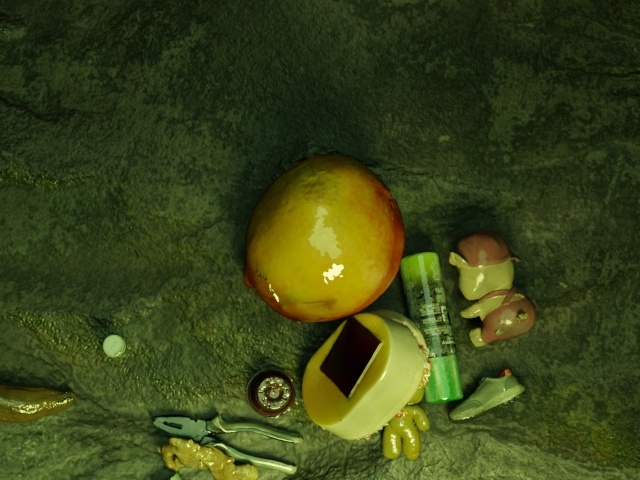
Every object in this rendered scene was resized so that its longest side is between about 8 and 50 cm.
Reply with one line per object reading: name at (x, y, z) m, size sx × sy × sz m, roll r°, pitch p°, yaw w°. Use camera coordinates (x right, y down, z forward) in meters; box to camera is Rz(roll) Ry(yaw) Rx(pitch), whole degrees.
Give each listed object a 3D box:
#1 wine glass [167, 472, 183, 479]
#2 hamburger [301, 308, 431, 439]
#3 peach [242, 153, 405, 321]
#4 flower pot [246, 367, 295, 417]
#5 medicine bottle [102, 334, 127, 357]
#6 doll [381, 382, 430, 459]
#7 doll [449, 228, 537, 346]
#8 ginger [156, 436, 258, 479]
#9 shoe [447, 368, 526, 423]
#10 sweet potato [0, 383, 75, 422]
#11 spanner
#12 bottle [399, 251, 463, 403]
wine glass at (-0.264, 0.577, 1.792) m, size 0.079 × 0.079 × 0.195 m, roll -37°, pitch 85°, yaw -14°
hamburger at (0.093, 0.282, 1.833) m, size 0.295 × 0.151 × 0.227 m, roll -50°, pitch 48°, yaw 21°
peach at (0.000, 0.000, 1.850) m, size 0.372 × 0.290 × 0.373 m, roll 1°, pitch 80°, yaw -5°
flower pot at (-0.103, 0.326, 1.865) m, size 0.111 × 0.089 × 0.111 m, roll 2°, pitch 77°, yaw -8°
medicine bottle at (-0.434, 0.226, 1.840) m, size 0.047 × 0.083 × 0.047 m, roll 2°, pitch 77°, yaw -8°
doll at (0.179, 0.375, 1.911) m, size 0.137 × 0.097 × 0.210 m, roll 4°, pitch 93°, yaw 24°
doll at (0.384, 0.099, 1.960) m, size 0.152 × 0.196 × 0.256 m, roll -22°, pitch 85°, yaw 25°
ginger at (-0.241, 0.461, 1.798) m, size 0.193 × 0.176 × 0.053 m, roll -8°, pitch 49°, yaw 16°
shoe at (0.364, 0.350, 1.946) m, size 0.194 × 0.074 × 0.077 m, roll -19°, pitch 70°, yaw -15°
sweet potato at (-0.654, 0.316, 1.787) m, size 0.285 × 0.085 × 0.112 m, roll 9°, pitch 72°, yaw -7°
spanner at (-0.198, 0.420, 1.856) m, size 0.324 × 0.040 × 0.096 m, roll 15°, pitch 77°, yaw -7°
bottle at (0.248, 0.195, 1.945) m, size 0.093 × 0.093 × 0.330 m, roll -7°, pitch 79°, yaw -10°
